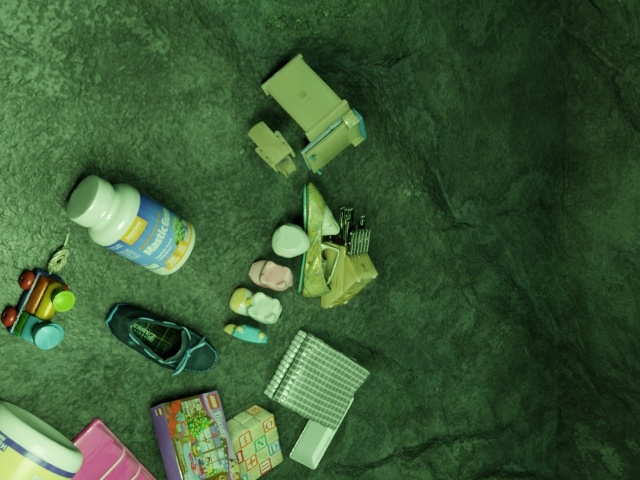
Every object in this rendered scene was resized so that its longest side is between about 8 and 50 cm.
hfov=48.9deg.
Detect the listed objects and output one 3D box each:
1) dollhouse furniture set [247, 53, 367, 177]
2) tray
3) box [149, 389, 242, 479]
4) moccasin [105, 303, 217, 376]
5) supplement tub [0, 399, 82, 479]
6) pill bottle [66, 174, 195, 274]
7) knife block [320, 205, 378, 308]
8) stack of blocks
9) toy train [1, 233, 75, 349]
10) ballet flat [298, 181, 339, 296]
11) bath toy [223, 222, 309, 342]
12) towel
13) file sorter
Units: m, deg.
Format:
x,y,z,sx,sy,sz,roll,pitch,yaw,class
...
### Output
x,y,z,sx,sy,sz,roll,pitch,yaw,class
-0.052,-0.310,1.959,0.286,0.198,0.303,-41,161,-1,dollhouse furniture set
0.000,0.598,2.287,0.145,0.030,0.270,43,73,-41,tray
-0.316,0.553,1.833,0.201,0.057,0.293,0,69,-55,box
-0.385,0.271,1.772,0.342,0.117,0.137,30,81,-44,moccasin
-0.692,0.532,1.474,0.331,0.241,0.241,-55,132,-17,supplement tub
-0.433,-0.038,1.616,0.272,0.152,0.152,34,78,-44,pill bottle
0.059,0.044,2.163,0.088,0.242,0.275,-8,152,-41,knife block
-0.260,0.624,2.011,0.297,0.087,0.171,-27,119,-35,stack of blocks
-0.578,0.108,1.528,0.105,0.143,0.248,30,81,-44,toy train
0.000,0.000,2.049,0.123,0.123,0.348,-11,112,-41,ballet flat
-0.144,0.116,1.952,0.129,0.151,0.348,80,34,-76,bath toy
-0.002,0.432,2.154,0.284,0.121,0.235,35,77,-34,towel
-0.504,0.625,1.716,0.202,0.182,0.290,-45,128,-24,file sorter
